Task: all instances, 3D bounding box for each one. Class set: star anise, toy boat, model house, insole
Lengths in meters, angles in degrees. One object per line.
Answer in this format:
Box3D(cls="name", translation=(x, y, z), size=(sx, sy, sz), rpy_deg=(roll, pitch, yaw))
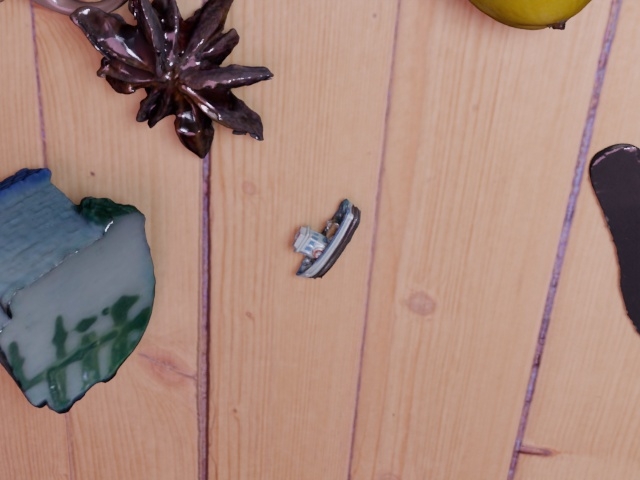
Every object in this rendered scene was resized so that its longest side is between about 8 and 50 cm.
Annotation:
Box3D(cls="star anise", translation=(-0.181, -0.221, 1.100), size=(0.283, 0.129, 0.212), rpy_deg=(33, 126, -12))
Box3D(cls="toy boat", translation=(0.000, 0.000, 1.187), size=(0.066, 0.059, 0.140), rpy_deg=(25, 122, -12))
Box3D(cls="model house", translation=(-0.443, 0.036, 1.267), size=(0.329, 0.252, 0.295), rpy_deg=(32, 147, 24))
Box3D(cls="insole", translation=(0.422, 0.017, 1.105), size=(0.110, 0.012, 0.309), rpy_deg=(-21, 108, 25))

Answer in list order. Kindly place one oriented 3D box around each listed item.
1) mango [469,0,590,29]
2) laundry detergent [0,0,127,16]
Box3D(cls="mango", translation=(0.211, -0.384, 0.892), size=(0.195, 0.142, 0.331), rpy_deg=(-6, 106, 17))
Box3D(cls="laundry detergent", translation=(-0.325, -0.355, 1.094), size=(0.237, 0.076, 0.171), rpy_deg=(-32, 104, 27))
